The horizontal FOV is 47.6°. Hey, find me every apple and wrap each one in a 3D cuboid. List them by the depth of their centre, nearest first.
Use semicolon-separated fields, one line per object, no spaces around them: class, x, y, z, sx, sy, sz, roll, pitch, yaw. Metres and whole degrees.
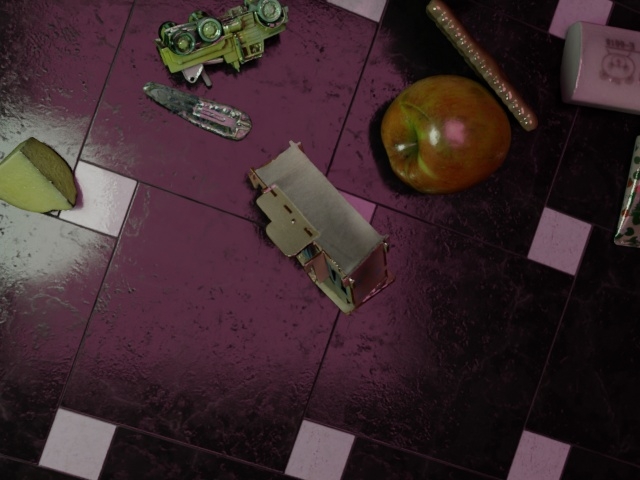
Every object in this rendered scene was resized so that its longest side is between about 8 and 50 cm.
apple;0.260;-0.213;1.481;0.226;0.246;0.246;-13;94;-29

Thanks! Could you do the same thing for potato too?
potato;-0.559;-0.112;1.421;0.120;0.081;0.149;-28;115;23

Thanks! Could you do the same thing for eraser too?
eraser;0.669;-0.369;1.585;0.270;0.095;0.174;7;88;-10

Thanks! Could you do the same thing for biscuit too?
biscuit;0.327;-0.359;1.474;0.044;0.217;0.325;-40;96;14

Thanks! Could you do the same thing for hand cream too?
hand cream;0.721;-0.122;1.622;0.095;0.059;0.276;6;95;-7

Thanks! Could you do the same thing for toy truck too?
toy truck;-0.188;-0.399;1.447;0.259;0.128;0.135;-27;121;-9

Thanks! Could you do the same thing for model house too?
model house;0.000;0.000;1.440;0.169;0.244;0.326;-38;63;-7

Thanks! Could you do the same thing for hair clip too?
hair clip;-0.248;-0.266;1.469;0.229;0.036;0.066;21;93;-15
